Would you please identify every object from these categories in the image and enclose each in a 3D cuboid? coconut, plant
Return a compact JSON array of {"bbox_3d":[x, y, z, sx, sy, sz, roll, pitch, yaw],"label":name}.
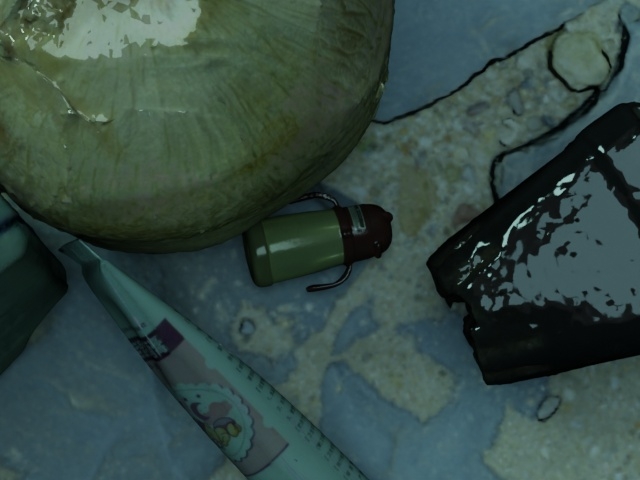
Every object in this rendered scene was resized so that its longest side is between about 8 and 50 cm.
[{"bbox_3d":[-0.101,-0.142,0.931,0.297,0.254,0.297,0,73,1],"label":"coconut"},{"bbox_3d":[0.200,0.000,0.994,0.256,0.142,0.164,-24,83,6],"label":"plant"}]

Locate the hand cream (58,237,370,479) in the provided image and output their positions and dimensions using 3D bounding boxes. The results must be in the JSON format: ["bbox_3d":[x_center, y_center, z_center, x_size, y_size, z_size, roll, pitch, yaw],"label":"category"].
[{"bbox_3d":[-0.039,0.116,0.974,0.058,0.085,0.331,-43,99,-12],"label":"hand cream"}]

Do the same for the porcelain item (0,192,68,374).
[{"bbox_3d":[-0.301,0.057,0.889,0.157,0.281,0.286,43,84,4],"label":"porcelain item"}]

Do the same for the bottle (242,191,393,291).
[{"bbox_3d":[0.000,0.002,1.032,0.101,0.047,0.063,-12,117,-8],"label":"bottle"}]
